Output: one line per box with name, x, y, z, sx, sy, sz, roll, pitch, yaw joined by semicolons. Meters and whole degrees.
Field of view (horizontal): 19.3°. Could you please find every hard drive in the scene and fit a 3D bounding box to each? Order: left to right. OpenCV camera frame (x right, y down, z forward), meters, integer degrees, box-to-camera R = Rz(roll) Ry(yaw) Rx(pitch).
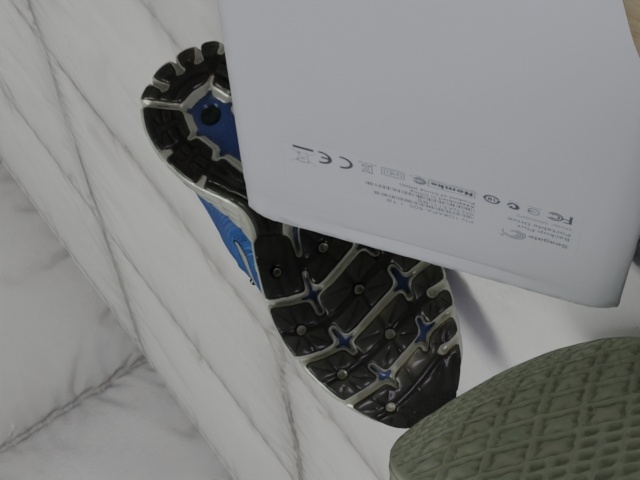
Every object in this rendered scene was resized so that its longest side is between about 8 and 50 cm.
hard drive;0.059;-0.070;0.883;0.210;0.040;0.318;16;157;9

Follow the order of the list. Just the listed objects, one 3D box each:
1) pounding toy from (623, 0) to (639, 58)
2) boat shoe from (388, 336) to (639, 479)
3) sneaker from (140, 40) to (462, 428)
pounding toy;0.140;-0.062;0.592;0.269;0.155;0.154;47;161;43
boat shoe;0.186;0.163;0.924;0.500;0.187;0.156;15;132;63
sneaker;0.000;0.000;1.395;0.330;0.130;0.147;55;-178;21
